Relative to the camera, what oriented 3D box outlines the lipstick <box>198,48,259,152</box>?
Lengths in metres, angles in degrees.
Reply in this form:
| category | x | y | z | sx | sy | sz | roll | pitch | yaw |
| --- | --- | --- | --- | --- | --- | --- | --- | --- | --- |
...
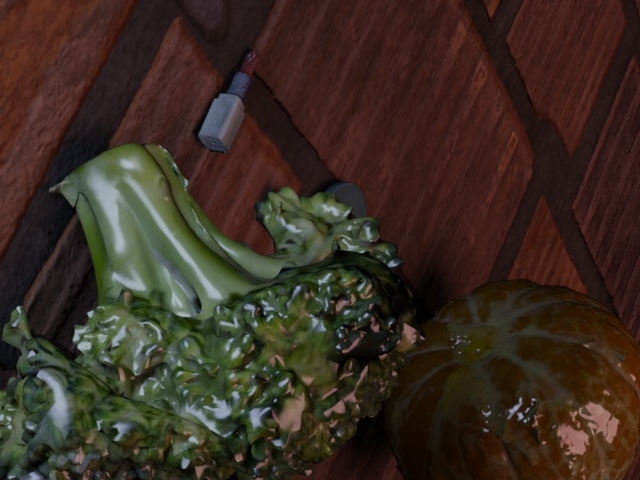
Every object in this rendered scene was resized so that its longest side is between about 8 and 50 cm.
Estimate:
| category | x | y | z | sx | sy | sz | roll | pitch | yaw |
| --- | --- | --- | --- | --- | --- | --- | --- | --- | --- |
| lipstick | -0.078 | -0.131 | 1.327 | 0.107 | 0.025 | 0.025 | -69 | 154 | -24 |

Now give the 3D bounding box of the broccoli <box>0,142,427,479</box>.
| category | x | y | z | sx | sy | sz | roll | pitch | yaw |
| --- | --- | --- | --- | --- | --- | --- | --- | --- | --- |
| broccoli | -0.088 | 0.089 | 1.162 | 0.277 | 0.338 | 0.317 | 115 | -21 | -69 |

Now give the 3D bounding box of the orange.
| category | x | y | z | sx | sy | sz | roll | pitch | yaw |
| --- | --- | --- | --- | --- | --- | --- | --- | --- | --- |
| orange | 0.236 | 0.200 | 1.779 | 0.329 | 0.329 | 0.249 | -50 | 127 | -38 |

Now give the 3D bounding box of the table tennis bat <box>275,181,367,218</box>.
| category | x | y | z | sx | sy | sz | roll | pitch | yaw |
| --- | --- | --- | --- | --- | --- | --- | --- | --- | --- |
| table tennis bat | 0.000 | 0.000 | 1.537 | 0.153 | 0.040 | 0.244 | -70 | 157 | -10 |
